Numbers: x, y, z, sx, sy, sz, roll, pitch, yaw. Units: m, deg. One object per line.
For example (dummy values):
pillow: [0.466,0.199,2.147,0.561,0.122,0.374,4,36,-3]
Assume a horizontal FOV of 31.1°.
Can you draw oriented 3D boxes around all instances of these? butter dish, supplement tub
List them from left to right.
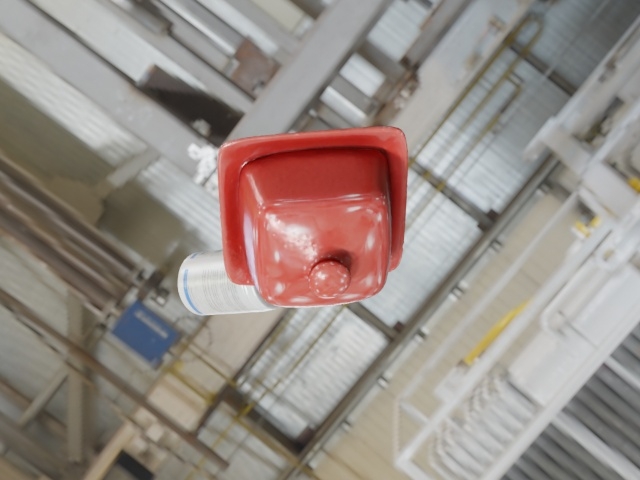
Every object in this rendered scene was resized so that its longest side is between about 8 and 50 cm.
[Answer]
supplement tub: [-0.093,0.043,1.227,0.107,0.071,0.071,-5,162,37]
butter dish: [0.000,0.000,0.946,0.160,0.160,0.118,-5,-141,-6]
